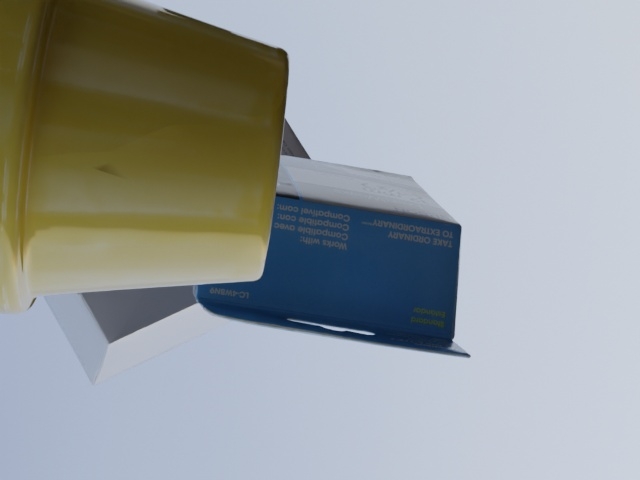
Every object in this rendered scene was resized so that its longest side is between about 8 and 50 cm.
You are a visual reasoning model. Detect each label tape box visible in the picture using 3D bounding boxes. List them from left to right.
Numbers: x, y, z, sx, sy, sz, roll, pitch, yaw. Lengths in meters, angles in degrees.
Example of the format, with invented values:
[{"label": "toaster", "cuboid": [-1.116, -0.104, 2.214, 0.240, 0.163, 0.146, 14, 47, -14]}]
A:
[{"label": "label tape box", "cuboid": [0.000, 0.000, 1.380, 0.249, 0.115, 0.348, 9, -170, -11]}]

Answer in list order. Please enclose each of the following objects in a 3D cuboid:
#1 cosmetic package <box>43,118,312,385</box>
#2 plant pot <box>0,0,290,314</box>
[{"label": "cosmetic package", "cuboid": [-0.166, 0.008, 1.796, 0.365, 0.155, 0.197, -24, -107, -24]}, {"label": "plant pot", "cuboid": [-0.148, -0.068, 0.972, 0.238, 0.254, 0.254, 7, -132, -4]}]
